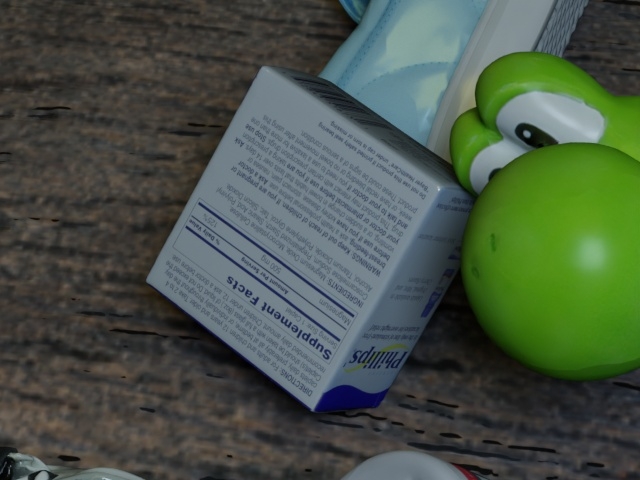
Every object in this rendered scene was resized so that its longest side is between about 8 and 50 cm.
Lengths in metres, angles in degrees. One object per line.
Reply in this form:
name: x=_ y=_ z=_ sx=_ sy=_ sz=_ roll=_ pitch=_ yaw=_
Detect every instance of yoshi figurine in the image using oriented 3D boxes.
yoshi figurine: x=0.210 y=0.046 z=0.934 sx=0.362 sy=0.203 sz=0.203 roll=29 pitch=92 yaw=6

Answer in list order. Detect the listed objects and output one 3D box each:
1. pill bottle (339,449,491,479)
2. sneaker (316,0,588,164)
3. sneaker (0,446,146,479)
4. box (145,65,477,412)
pill bottle: x=0.086 y=0.167 z=0.887 sx=0.108 sy=0.180 sz=0.108 roll=-28 pitch=50 yaw=39
sneaker: x=0.088 y=-0.180 z=1.173 sx=0.150 sy=0.135 sz=0.366 roll=18 pitch=56 yaw=13
sneaker: x=-0.147 y=0.146 z=0.947 sx=0.330 sy=0.146 sz=0.122 roll=11 pitch=57 yaw=14
box: x=0.000 y=0.000 z=1.044 sx=0.126 sy=0.072 sz=0.137 roll=36 pitch=104 yaw=26
